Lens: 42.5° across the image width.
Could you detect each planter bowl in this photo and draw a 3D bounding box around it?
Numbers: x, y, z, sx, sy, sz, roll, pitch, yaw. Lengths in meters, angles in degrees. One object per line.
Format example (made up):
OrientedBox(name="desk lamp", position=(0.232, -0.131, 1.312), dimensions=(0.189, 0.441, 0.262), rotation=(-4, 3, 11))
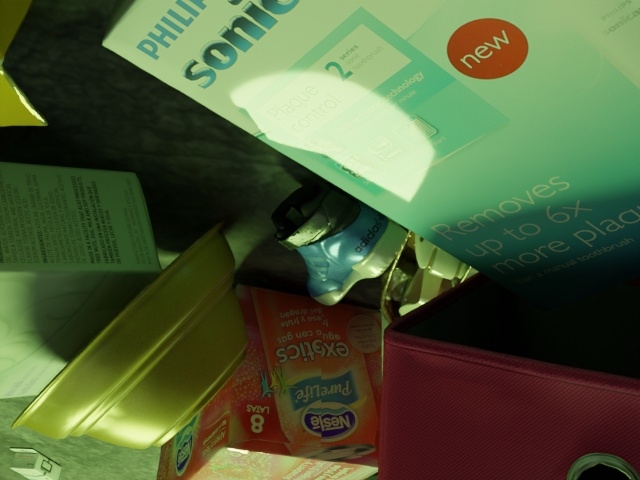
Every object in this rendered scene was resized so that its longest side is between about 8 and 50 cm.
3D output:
OrientedBox(name="planter bowl", position=(-0.121, 0.092, 0.630), dimensions=(0.090, 0.217, 0.217), rotation=(45, 140, -4))

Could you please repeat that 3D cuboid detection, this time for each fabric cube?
OrientedBox(name="fabric cube", position=(0.192, 0.169, 0.514), dimensions=(0.254, 0.258, 0.259), rotation=(8, -168, 28))

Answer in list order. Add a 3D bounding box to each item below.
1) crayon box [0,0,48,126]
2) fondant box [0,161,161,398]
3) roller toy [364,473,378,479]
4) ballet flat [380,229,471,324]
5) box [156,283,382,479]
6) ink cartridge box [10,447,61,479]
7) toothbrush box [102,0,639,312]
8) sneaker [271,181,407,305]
OrientedBox(name="crayon box", position=(-0.277, -0.183, 0.389), dimensions=(0.202, 0.081, 0.318), rotation=(1, 146, 13))
OrientedBox(name="fondant box", position=(-0.317, 0.040, 0.585), dimensions=(0.330, 0.096, 0.238), rotation=(3, 148, -39))
OrientedBox(name="roller toy", position=(0.126, 0.424, 1.155), dimensions=(0.191, 0.146, 0.209), rotation=(26, 143, -24))
OrientedBox(name="ballet flat", position=(0.089, 0.010, 0.602), dimensions=(0.073, 0.067, 0.206), rotation=(12, 147, 1))
OrientedBox(name="box", position=(-0.062, 0.181, 0.812), dimensions=(0.142, 0.154, 0.300), rotation=(12, 149, -18))
OrientedBox(name="ink cartridge box", position=(-0.462, 0.362, 1.322), dimensions=(0.048, 0.028, 0.083), rotation=(-4, 144, 20))
OrientedBox(name="toothbrush box", position=(0.091, -0.107, 0.370), dimensions=(0.295, 0.126, 0.216), rotation=(31, 142, -27))
OrientedBox(name="sneaker", position=(0.001, -0.001, 0.623), dimensions=(0.084, 0.058, 0.152), rotation=(37, 161, -5))
